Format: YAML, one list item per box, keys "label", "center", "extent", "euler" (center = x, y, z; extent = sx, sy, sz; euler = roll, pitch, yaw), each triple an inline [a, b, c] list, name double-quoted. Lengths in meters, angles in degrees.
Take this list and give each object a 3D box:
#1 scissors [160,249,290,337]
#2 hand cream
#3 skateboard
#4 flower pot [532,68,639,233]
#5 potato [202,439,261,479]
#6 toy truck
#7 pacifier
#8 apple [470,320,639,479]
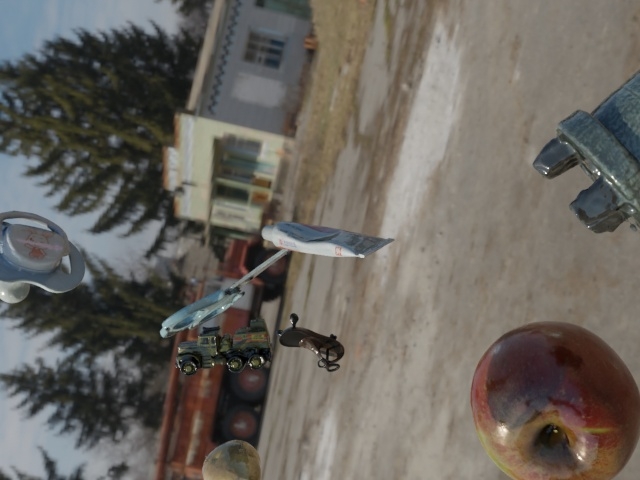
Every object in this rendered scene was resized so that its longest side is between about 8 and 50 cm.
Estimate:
- label: "scissors"
  center: [-0.163, 0.093, 1.758]
  extent: [0.360, 0.029, 0.191]
  euler: [-34, -12, 24]
- label: "hand cream"
  center: [0.000, -0.002, 1.183]
  extent: [0.216, 0.038, 0.052]
  euler: [10, 58, 45]
- label: "skateboard"
  center: [-0.016, 0.218, 1.827]
  extent: [0.067, 0.151, 0.080]
  euler: [-53, 23, 33]
- label: "flower pot"
  center: [0.564, -0.130, 1.579]
  extent: [0.283, 0.299, 0.299]
  euler: [-38, 15, 10]
- label: "potato"
  center: [-0.229, 0.592, 2.261]
  extent: [0.161, 0.128, 0.234]
  euler: [-47, 19, 8]
- label: "toy truck"
  center: [-0.261, 0.290, 2.382]
  extent: [0.127, 0.257, 0.127]
  euler: [-85, -15, -82]
- label: "pacifier"
  center: [-0.740, 0.058, 2.187]
  extent: [0.225, 0.287, 0.238]
  euler: [-52, 42, 29]
- label: "apple"
  center: [0.482, 0.337, 1.823]
  extent: [0.277, 0.349, 0.348]
  euler: [-47, -27, -66]
